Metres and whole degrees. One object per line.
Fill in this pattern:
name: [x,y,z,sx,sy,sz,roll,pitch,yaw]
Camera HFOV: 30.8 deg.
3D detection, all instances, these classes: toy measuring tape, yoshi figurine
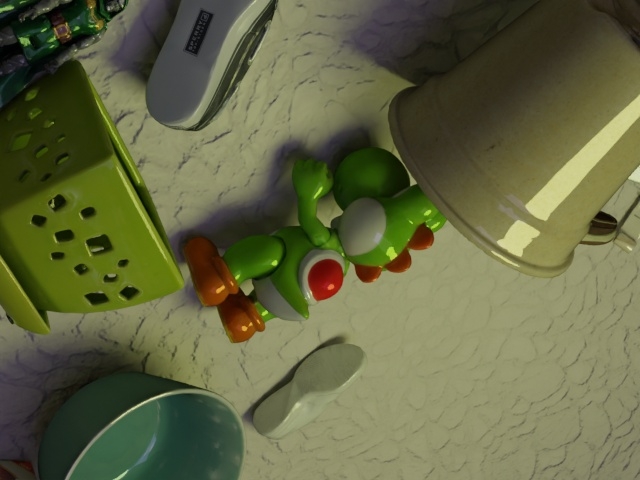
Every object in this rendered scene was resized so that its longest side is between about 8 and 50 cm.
toy measuring tape: [0.595,-0.114,1.917,0.121,0.121,0.330,22,109,-39]
yoshi figurine: [-0.004,-0.013,1.643,0.362,0.203,0.203,-24,92,4]

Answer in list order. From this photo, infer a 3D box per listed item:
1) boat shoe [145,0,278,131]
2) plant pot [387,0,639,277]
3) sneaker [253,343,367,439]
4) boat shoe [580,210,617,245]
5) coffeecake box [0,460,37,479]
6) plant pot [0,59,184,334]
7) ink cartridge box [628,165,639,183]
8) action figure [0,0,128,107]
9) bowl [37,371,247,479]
boat shoe: [-0.108,-0.269,1.418,0.301,0.108,0.102,-65,161,6]
plant pot: [0.312,-0.172,1.512,0.334,0.333,0.305,18,130,-38]
sneaker: [-0.007,0.246,1.866,0.212,0.080,0.094,-37,145,7]
boat shoe: [0.386,-0.057,1.858,0.257,0.095,0.095,7,112,-33]
coffeecake box: [-0.484,0.376,1.621,0.185,0.142,0.068,12,117,-36]
plant pot: [-0.315,-0.038,1.377,0.207,0.228,0.227,-26,132,-5]
ink cartridge box: [0.526,-0.195,1.807,0.223,0.045,0.224,19,116,-7]
action figure: [-0.327,-0.236,1.337,0.232,0.063,0.137,-29,129,-14]
bowl: [-0.276,0.311,1.661,0.312,0.163,0.311,-21,126,-31]
